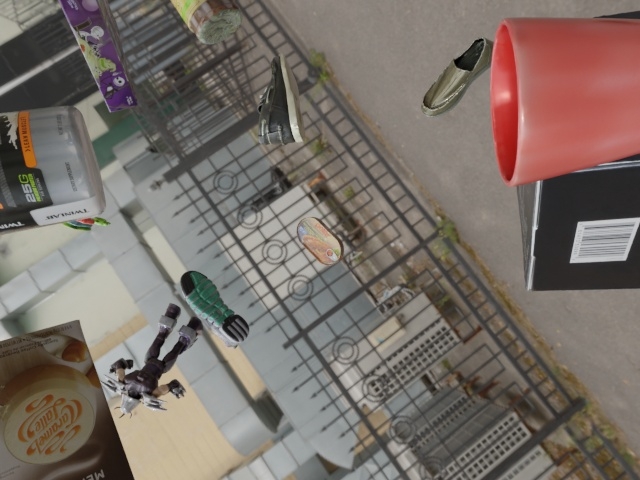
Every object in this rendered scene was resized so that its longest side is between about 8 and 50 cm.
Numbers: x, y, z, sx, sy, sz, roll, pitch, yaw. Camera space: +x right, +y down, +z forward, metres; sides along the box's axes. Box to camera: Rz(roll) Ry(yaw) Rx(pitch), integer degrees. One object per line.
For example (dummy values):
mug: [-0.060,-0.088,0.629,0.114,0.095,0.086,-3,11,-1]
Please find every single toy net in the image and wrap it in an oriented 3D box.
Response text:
toy net: [-0.603,-0.050,1.061,0.122,0.045,0.232,22,-174,26]

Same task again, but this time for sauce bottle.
sauce bottle: [-0.293,-0.565,0.945,0.344,0.111,0.111,55,173,2]

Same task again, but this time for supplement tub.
supplement tub: [-0.323,-0.062,0.460,0.117,0.190,0.117,165,90,-71]

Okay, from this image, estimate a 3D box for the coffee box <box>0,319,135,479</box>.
coffee box: [-0.352,0.248,0.611,0.098,0.141,0.247,-46,67,46]

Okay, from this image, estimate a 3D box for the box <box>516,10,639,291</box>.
box: [0.645,-0.193,1.151,0.480,0.297,0.472,62,-150,-50]

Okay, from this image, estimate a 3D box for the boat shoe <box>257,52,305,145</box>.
boat shoe: [-0.078,-0.256,0.835,0.084,0.079,0.233,63,-164,-49]

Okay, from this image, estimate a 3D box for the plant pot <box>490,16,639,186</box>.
plant pot: [0.426,-0.237,0.772,0.275,0.243,0.275,-4,-90,-77]

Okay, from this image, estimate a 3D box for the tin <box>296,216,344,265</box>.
tin: [0.000,0.000,1.580,0.190,0.106,0.040,46,-149,16]

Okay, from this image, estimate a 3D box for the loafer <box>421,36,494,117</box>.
loafer: [0.360,-0.443,1.257,0.087,0.251,0.094,18,-152,-55]

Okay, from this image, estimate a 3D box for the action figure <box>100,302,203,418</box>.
action figure: [-0.385,0.294,1.111,0.185,0.285,0.099,28,136,-2]

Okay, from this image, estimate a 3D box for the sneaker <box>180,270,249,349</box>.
sneaker: [-0.276,0.179,1.165,0.224,0.083,0.098,48,139,9]

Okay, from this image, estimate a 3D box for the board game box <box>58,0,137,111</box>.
board game box: [-0.316,-0.360,0.583,0.347,0.056,0.208,95,151,-60]
